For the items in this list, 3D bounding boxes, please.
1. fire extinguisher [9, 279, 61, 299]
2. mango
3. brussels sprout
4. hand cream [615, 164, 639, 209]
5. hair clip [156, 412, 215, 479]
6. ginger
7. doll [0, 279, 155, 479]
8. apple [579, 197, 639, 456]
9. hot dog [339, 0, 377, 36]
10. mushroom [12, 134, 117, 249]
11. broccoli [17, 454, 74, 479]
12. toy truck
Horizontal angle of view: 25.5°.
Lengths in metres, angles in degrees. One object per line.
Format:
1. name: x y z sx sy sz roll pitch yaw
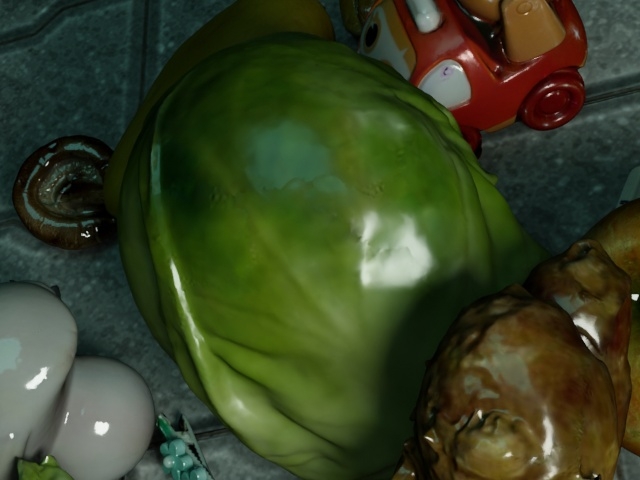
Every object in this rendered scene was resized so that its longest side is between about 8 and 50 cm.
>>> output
1. fire extinguisher: -0.444 0.154 1.566 0.376 0.113 0.200 -5 99 22
2. mango: -0.101 -0.154 1.550 0.195 0.142 0.332 -13 36 54
3. brussels sprout: -0.014 -0.004 1.281 0.342 0.361 0.425 -45 48 -3
4. hand cream: 0.405 -0.017 1.319 0.276 0.059 0.095 11 65 35
5. hair clip: -0.120 0.238 1.391 0.049 0.049 0.173 -37 53 -3
6. ginger: 0.127 0.214 1.083 0.176 0.254 0.418 23 111 19
7. doll: -0.261 0.155 1.380 0.221 0.251 0.221 7 52 -9
8. apple: 0.318 0.075 1.218 0.236 0.207 0.237 -19 58 34
9. hot dog: 0.072 -0.348 1.674 0.100 0.068 0.250 -4 57 20
10. mushroom: -0.268 -0.051 1.622 0.170 0.080 0.135 19 82 24
11. broccoli: -0.192 0.368 1.211 0.254 0.186 0.302 24 80 -11
12. toy truck: 0.147 -0.221 1.447 0.264 0.239 0.189 -25 51 7
